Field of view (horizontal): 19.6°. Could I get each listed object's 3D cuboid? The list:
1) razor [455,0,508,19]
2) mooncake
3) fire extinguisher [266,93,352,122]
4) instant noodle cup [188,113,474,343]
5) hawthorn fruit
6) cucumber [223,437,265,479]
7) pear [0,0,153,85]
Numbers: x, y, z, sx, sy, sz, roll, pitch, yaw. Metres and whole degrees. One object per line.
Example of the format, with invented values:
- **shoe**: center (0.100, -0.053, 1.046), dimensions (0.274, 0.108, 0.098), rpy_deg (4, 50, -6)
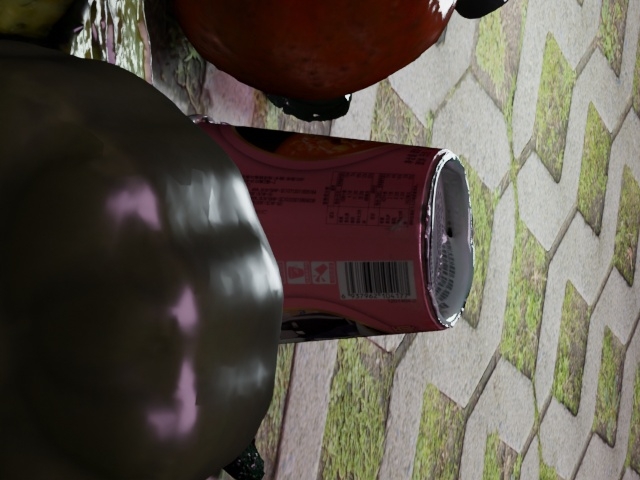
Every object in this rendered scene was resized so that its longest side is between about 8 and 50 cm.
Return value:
- **razor**: center (0.168, -0.439, 2.293), dimensions (0.327, 0.107, 0.189), rpy_deg (65, 34, -48)
- **mooncake**: center (-0.204, 0.045, 1.038), dimensions (0.187, 0.351, 0.351), rpy_deg (-8, 100, -66)
- **fire extinguisher**: center (0.012, -0.270, 1.930), dimensions (0.118, 0.093, 0.294), rpy_deg (80, 20, -63)
- **instant noodle cup**: center (0.000, 0.000, 1.693), dimensions (0.244, 0.255, 0.244), rpy_deg (0, 90, -71)
- **hawthorn fruit**: center (-0.003, -0.254, 1.664), dimensions (0.299, 0.275, 0.275), rpy_deg (63, 34, -69)
- **cucumber**: center (-0.106, 0.155, 1.714), dimensions (0.044, 0.043, 0.256), rpy_deg (-44, 143, -12)
- **pear**: center (-0.203, -0.086, 1.299), dimensions (0.238, 0.164, 0.255), rpy_deg (-76, 163, -54)
